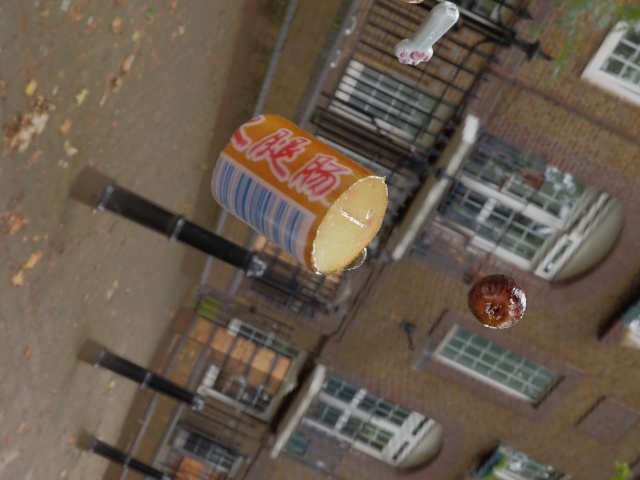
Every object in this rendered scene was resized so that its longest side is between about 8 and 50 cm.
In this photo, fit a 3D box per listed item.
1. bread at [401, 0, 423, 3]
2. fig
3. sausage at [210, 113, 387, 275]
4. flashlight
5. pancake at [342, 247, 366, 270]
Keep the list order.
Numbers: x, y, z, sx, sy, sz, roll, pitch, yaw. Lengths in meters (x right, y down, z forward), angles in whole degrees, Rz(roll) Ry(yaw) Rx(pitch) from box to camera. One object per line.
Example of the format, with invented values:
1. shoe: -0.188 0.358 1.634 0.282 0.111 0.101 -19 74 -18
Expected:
1. bread: 0.181 -0.522 1.208 0.398 0.215 0.398 -22 -132 26
2. fig: 0.400 0.128 1.925 0.150 0.128 0.128 -18 156 -29
3. sausage: -0.045 -0.095 1.747 0.233 0.287 0.233 -37 146 -30
4. flashlight: 0.238 -0.453 1.939 0.200 0.093 0.048 -43 -130 55
5. pancake: 0.000 -0.001 2.126 0.222 0.236 0.042 -47 -157 57
